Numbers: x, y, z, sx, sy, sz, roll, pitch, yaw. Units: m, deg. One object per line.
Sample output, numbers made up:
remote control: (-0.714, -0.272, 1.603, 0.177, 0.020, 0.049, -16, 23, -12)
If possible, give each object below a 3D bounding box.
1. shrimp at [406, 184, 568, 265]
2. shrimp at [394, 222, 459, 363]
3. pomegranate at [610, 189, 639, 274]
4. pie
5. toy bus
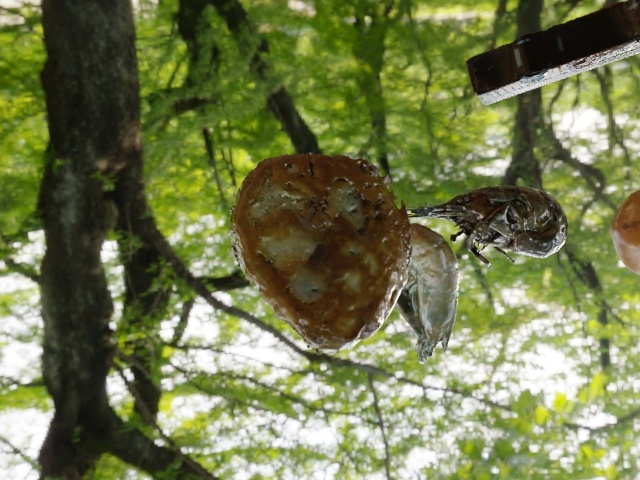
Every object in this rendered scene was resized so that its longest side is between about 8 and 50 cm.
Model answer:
shrimp: (0.297, -0.031, 1.450, 0.343, 0.145, 0.116, 4, -176, -19)
shrimp: (0.177, 0.106, 1.516, 0.168, 0.317, 0.077, 18, -143, 27)
pomegranate: (0.770, -0.019, 1.844, 0.209, 0.209, 0.209, -8, -170, 1)
pie: (0.001, 0.000, 1.129, 0.308, 0.308, 0.085, -13, 164, -25)
toy bus: (0.483, -0.367, 1.517, 0.408, 0.093, 0.092, -17, 164, 18)
